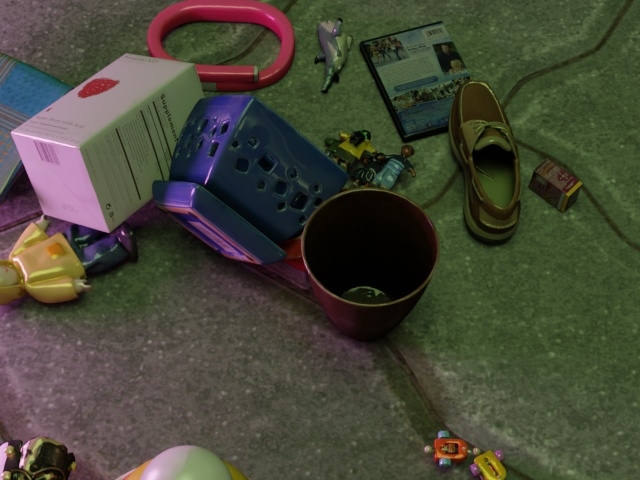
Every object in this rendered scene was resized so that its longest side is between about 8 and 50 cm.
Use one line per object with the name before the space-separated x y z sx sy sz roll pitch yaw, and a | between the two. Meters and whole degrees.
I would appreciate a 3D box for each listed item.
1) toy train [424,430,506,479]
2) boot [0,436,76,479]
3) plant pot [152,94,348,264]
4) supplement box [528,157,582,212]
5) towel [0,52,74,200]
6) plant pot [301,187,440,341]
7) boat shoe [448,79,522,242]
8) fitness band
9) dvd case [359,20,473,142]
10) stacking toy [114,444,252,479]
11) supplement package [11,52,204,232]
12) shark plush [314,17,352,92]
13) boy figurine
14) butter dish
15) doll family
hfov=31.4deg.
toy train | 0.229 0.381 1.781 0.125 0.046 0.166 -3 55 -1
boot | -0.412 0.409 1.592 0.138 0.377 0.284 20 50 -20
plant pot | -0.133 -0.093 1.918 0.236 0.236 0.212 39 75 -26
supplement box | 0.427 -0.100 2.072 0.083 0.055 0.043 40 64 21
towel | -0.648 -0.234 2.037 0.370 0.040 0.271 26 70 17
plant pot | 0.078 0.066 1.862 0.215 0.230 0.215 0 59 0
boat shoe | 0.310 -0.159 2.059 0.122 0.120 0.324 -4 62 -7
fitness band | -0.195 -0.390 2.245 0.290 0.054 0.209 2 58 -1
dvd case | 0.200 -0.313 2.220 0.180 0.022 0.253 -16 60 -10
stacking toy | -0.170 0.391 1.501 0.350 0.480 0.351 5 59 -8
supplement package | -0.351 -0.177 1.981 0.177 0.175 0.293 14 43 35
shark plush | 0.020 -0.361 2.248 0.067 0.073 0.161 -2 78 20
boy figurine | -0.465 0.029 1.962 0.285 0.092 0.177 -21 61 -18
butter dish | 0.000 0.000 1.973 0.118 0.160 0.160 46 65 -24
doll family | 0.088 -0.151 2.093 0.193 0.076 0.111 33 59 13
